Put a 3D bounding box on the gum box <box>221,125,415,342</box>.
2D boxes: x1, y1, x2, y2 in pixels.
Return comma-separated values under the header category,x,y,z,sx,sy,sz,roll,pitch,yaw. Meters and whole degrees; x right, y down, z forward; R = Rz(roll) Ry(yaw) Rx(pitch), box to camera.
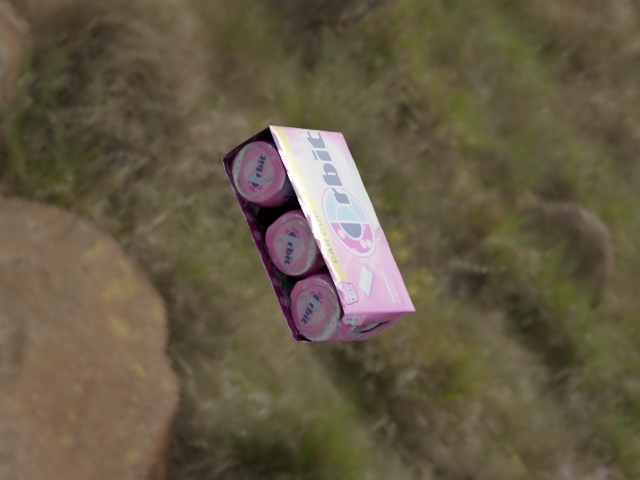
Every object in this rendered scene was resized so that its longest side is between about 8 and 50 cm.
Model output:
category,x,y,z,sx,sy,sz,roll,pitch,yaw
gum box,0.000,0.000,1.493,0.107,0.062,0.188,1,62,-55
